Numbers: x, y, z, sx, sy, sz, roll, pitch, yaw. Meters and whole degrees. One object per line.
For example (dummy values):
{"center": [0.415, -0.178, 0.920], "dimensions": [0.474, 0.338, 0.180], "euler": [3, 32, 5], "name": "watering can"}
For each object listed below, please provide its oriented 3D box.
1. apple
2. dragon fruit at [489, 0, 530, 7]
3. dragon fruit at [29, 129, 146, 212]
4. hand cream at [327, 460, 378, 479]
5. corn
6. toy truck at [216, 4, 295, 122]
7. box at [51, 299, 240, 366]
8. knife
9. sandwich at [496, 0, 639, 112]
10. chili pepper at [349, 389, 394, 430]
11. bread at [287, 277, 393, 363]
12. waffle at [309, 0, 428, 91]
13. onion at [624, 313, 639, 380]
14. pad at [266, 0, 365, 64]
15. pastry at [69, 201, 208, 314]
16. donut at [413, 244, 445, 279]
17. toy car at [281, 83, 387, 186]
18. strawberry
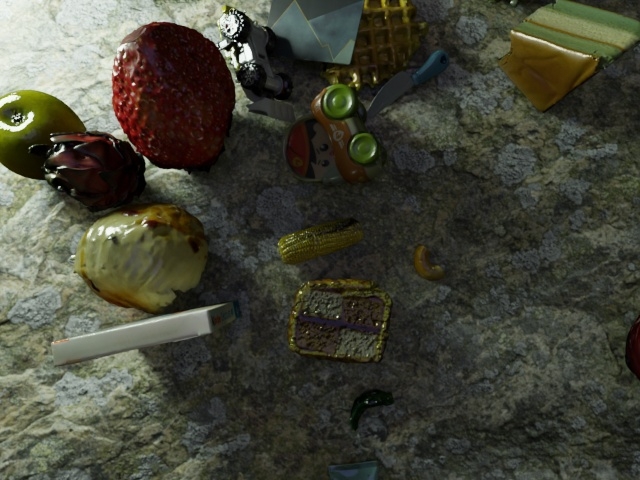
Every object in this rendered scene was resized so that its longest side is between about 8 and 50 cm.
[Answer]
{"center": [-0.620, -0.230, 0.881], "dimensions": [0.196, 0.157, 0.196], "euler": [1, 77, -6], "name": "apple"}
{"center": [0.487, -0.668, 0.927], "dimensions": [0.272, 0.198, 0.218], "euler": [-18, 77, -4], "name": "dragon fruit"}
{"center": [-0.465, -0.145, 0.842], "dimensions": [0.182, 0.182, 0.188], "euler": [44, 44, 3], "name": "dragon fruit"}
{"center": [0.090, 0.643, 0.856], "dimensions": [0.111, 0.070, 0.312], "euler": [-8, 81, 1], "name": "hand cream"}
{"center": [0.000, 0.000, 0.915], "dimensions": [0.203, 0.072, 0.072], "euler": [-16, 85, -3], "name": "corn"}
{"center": [-0.151, -0.392, 0.923], "dimensions": [0.111, 0.136, 0.286], "euler": [-20, 87, 31], "name": "toy truck"}
{"center": [-0.310, 0.170, 0.789], "dimensions": [0.265, 0.273, 0.048], "euler": [-12, 85, -1], "name": "box"}
{"center": [0.204, -0.381, 0.969], "dimensions": [0.244, 0.032, 0.058], "euler": [-33, 123, -2], "name": "knife"}
{"center": [0.536, -0.434, 0.888], "dimensions": [0.155, 0.227, 0.198], "euler": [-37, 87, -5], "name": "sandwich"}
{"center": [0.107, 0.368, 0.898], "dimensions": [0.118, 0.035, 0.055], "euler": [-33, 69, -8], "name": "chili pepper"}
{"center": [0.041, 0.172, 0.884], "dimensions": [0.222, 0.096, 0.181], "euler": [6, 84, 1], "name": "bread"}
{"center": [0.094, -0.521, 0.972], "dimensions": [0.307, 0.060, 0.312], "euler": [-41, 87, -7], "name": "waffle"}
{"center": [0.790, 0.262, 0.839], "dimensions": [0.281, 0.281, 0.221], "euler": [53, 129, 4], "name": "onion"}
{"center": [-0.023, -0.501, 0.937], "dimensions": [0.243, 0.004, 0.164], "euler": [15, 96, 21], "name": "pad"}
{"center": [-0.372, 0.013, 0.826], "dimensions": [0.256, 0.170, 0.237], "euler": [6, 66, 23], "name": "pastry"}
{"center": [0.252, 0.050, 0.930], "dimensions": [0.067, 0.038, 0.083], "euler": [1, 86, 2], "name": "donut"}
{"center": [0.021, -0.213, 0.917], "dimensions": [0.235, 0.145, 0.235], "euler": [1, 94, 16], "name": "toy car"}
{"center": [-0.306, -0.293, 0.829], "dimensions": [0.238, 0.288, 0.250], "euler": [-8, 64, 7], "name": "strawberry"}
